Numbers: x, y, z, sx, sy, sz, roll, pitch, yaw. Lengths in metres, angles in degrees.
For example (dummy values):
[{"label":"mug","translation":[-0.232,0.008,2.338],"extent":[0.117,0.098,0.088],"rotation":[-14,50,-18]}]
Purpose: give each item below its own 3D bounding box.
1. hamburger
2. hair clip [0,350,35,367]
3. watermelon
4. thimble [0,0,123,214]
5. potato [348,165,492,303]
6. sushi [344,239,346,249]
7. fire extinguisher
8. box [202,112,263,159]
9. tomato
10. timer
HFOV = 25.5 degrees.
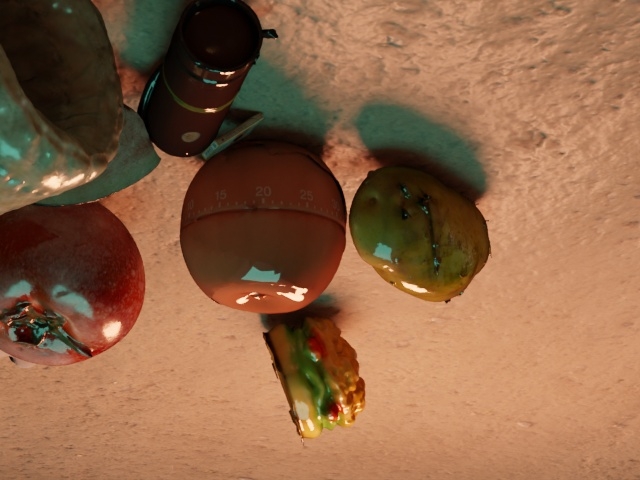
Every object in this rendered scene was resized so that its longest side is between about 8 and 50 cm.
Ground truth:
[{"label":"hamburger","translation":[-0.002,0.239,2.523],"extent":[0.149,0.237,0.237],"rotation":[-18,157,-5]},{"label":"hair clip","translation":[-0.528,0.141,2.466],"extent":[0.146,0.075,0.257],"rotation":[5,152,-2]},{"label":"watermelon","translation":[-0.306,-0.149,1.744],"extent":[0.202,0.207,0.136],"rotation":[-51,153,9]},{"label":"thimble","translation":[-0.352,-0.177,1.476],"extent":[0.195,0.291,0.291],"rotation":[-17,152,19]},{"label":"potato","translation":[0.149,-0.002,2.020],"extent":[0.140,0.173,0.300],"rotation":[-8,159,31]},{"label":"sushi","translation":[0.001,0.004,2.164],"extent":[0.060,0.061,0.118],"rotation":[-4,161,-22]},{"label":"fire extinguisher","translation":[-0.139,-0.183,1.687],"extent":[0.141,0.105,0.341],"rotation":[-15,168,-18]},{"label":"box","translation":[-0.114,-0.136,1.838],"extent":[0.083,0.012,0.046],"rotation":[-36,178,-34]},{"label":"tomato","translation":[-0.386,0.049,2.053],"extent":[0.270,0.227,0.270],"rotation":[3,137,3]},{"label":"timer","translation":[-0.077,-0.018,1.930],"extent":[0.230,0.215,0.229],"rotation":[4,161,2]}]
